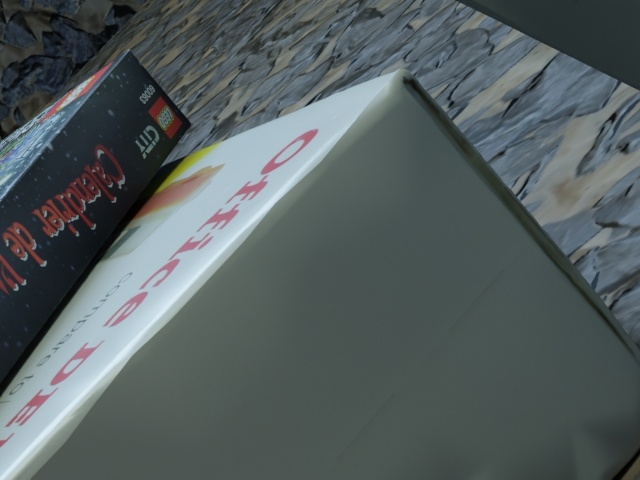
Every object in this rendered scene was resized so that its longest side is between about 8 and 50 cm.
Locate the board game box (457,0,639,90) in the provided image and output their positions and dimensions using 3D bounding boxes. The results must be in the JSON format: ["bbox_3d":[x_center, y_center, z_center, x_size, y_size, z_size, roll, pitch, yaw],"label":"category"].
[{"bbox_3d":[0.154,-0.117,0.673,0.097,0.224,0.303,-61,7,21],"label":"board game box"}]

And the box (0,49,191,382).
[{"bbox_3d":[-0.156,0.027,0.769,0.159,0.044,0.233,-32,16,31],"label":"box"}]

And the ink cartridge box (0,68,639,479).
[{"bbox_3d":[-0.091,0.106,0.788,0.279,0.160,0.385,-47,16,-26],"label":"ink cartridge box"}]
